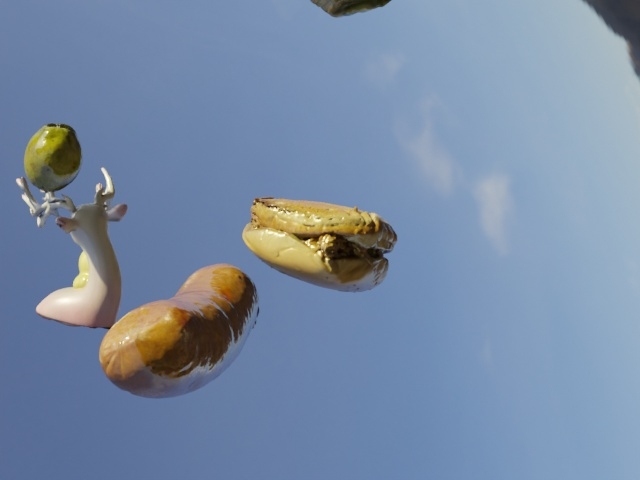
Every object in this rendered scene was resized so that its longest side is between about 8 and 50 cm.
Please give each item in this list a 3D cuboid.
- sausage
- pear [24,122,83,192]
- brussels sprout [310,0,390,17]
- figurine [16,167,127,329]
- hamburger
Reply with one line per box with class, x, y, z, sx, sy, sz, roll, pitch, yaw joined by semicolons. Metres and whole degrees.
sausage;-0.136;0.094;0.879;0.109;0.108;0.270;62;-167;-1
pear;-0.484;-0.148;1.569;0.107;0.107;0.131;-16;-58;-63
brussels sprout;0.114;-0.597;1.622;0.276;0.371;0.315;32;-139;-44
figurine;-0.522;0.001;1.825;0.206;0.284;0.316;5;-80;-34
hamburger;-0.001;0.000;1.745;0.304;0.284;0.174;18;-89;-69
